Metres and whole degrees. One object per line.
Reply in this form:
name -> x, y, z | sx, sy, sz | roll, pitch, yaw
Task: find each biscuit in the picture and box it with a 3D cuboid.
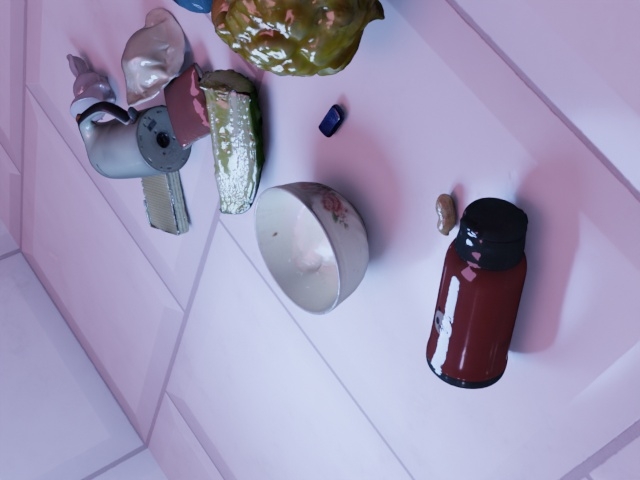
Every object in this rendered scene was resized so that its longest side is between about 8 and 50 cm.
biscuit -> -0.422, -0.145, 2.449 | 0.150, 0.052, 0.252 | 13, 119, 47

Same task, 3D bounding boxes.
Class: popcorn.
popcorn -> -0.033, -0.415, 1.479 | 0.274, 0.279, 0.335 | 40, 151, 7

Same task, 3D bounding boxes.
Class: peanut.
peanut -> 0.218, -0.044, 1.606 | 0.037, 0.037, 0.083 | 28, 131, 44

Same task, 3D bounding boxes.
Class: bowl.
bowl -> 0.000, 0.000, 1.852 | 0.277, 0.145, 0.277 | 33, 135, 40

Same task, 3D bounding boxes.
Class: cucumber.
cucumber -> -0.178, -0.208, 2.013 | 0.145, 0.105, 0.325 | 12, 126, 20

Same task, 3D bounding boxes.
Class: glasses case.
glasses case -> 0.024, -0.229, 1.769 | 0.033, 0.023, 0.083 | 53, 148, 9

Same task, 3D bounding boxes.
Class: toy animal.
toy animal -> -0.634, -0.435, 2.543 | 0.104, 0.130, 0.221 | 52, -164, -51

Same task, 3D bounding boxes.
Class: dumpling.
dumpling -> -0.385, -0.414, 2.139 | 0.166, 0.216, 0.126 | 19, 157, 39

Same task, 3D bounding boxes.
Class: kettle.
kettle -> -0.476, -0.255, 2.282 | 0.255, 0.165, 0.240 | -2, 141, 45

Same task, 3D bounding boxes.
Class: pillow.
pillow -> -0.293, -0.310, 2.123 | 0.179, 0.075, 0.171 | -13, 94, 56

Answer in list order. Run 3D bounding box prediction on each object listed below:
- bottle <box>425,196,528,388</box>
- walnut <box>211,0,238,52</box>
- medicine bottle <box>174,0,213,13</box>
bottle -> 0.264, 0.086, 1.528 | 0.144, 0.144, 0.336 | 38, 139, 36
walnut -> -0.131, -0.417, 1.740 | 0.144, 0.144, 0.180 | 60, 179, 6
medicine bottle -> -0.268, -0.555, 1.845 | 0.124, 0.079, 0.258 | 43, 166, 18
